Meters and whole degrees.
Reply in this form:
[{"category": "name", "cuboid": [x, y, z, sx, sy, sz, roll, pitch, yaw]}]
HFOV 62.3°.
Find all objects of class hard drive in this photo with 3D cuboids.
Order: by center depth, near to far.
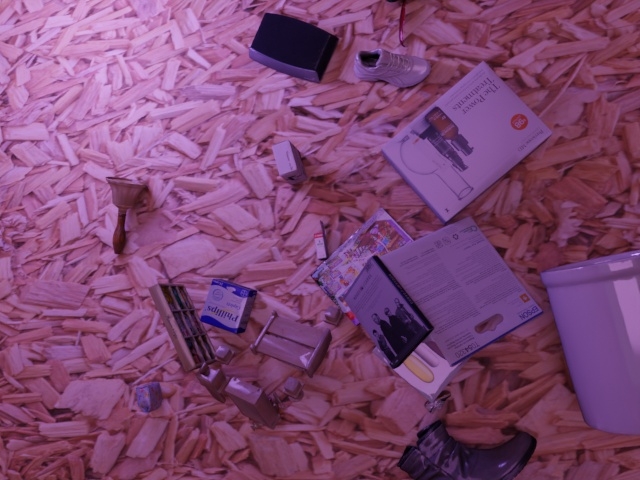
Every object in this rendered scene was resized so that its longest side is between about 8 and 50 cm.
[{"category": "hard drive", "cuboid": [-0.089, -0.609, 1.653, 0.255, 0.054, 0.172, 24, 90, 12]}]

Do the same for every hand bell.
[{"category": "hand bell", "cuboid": [-0.637, -0.075, 1.700, 0.126, 0.126, 0.242, 13, 100, 12]}]

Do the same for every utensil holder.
[{"category": "utensil holder", "cuboid": [0.748, 0.227, 1.276, 0.328, 0.327, 0.385, -14, 84, 9]}]

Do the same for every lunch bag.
[{"category": "lunch bag", "cuboid": [-0.526, 0.483, 1.624, 0.053, 0.071, 0.083, -15, 83, 11]}]

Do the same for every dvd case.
[{"category": "dvd case", "cuboid": [0.165, 0.183, 1.353, 0.238, 0.030, 0.179, 54, 135, 27]}]

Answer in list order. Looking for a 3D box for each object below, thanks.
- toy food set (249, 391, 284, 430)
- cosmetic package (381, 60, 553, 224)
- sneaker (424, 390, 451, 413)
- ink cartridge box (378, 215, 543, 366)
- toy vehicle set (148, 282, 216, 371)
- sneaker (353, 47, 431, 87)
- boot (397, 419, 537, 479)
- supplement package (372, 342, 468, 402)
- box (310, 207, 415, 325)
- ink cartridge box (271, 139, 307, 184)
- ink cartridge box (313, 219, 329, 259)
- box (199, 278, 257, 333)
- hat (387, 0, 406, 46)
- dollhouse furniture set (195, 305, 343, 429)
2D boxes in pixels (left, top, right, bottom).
[{"category": "toy food set", "cuboid": [-0.168, 0.504, 1.580, 0.122, 0.019, 0.078, -34, 79, 10]}, {"category": "cosmetic package", "cuboid": [0.407, -0.273, 1.506, 0.377, 0.097, 0.284, -41, 81, 5]}, {"category": "sneaker", "cuboid": [0.334, 0.453, 1.485, 0.083, 0.032, 0.037, -35, 93, 11]}, {"category": "ink cartridge box", "cuboid": [0.356, 0.128, 1.390, 0.324, 0.071, 0.330, -22, 68, -23]}, {"category": "toy vehicle set", "cuboid": [-0.403, 0.253, 1.574, 0.035, 0.166, 0.266, -29, 80, 8]}, {"category": "sneaker", "cuboid": [0.206, -0.513, 1.555, 0.232, 0.115, 0.090, 5, 86, 11]}, {"category": "boot", "cuboid": [0.387, 0.570, 1.422, 0.338, 0.118, 0.222, -40, 74, 1]}, {"category": "supplement package", "cuboid": [0.284, 0.292, 1.446, 0.203, 0.149, 0.194, 39, 93, 13]}, {"category": "box", "cuboid": [0.143, 0.077, 1.540, 0.293, 0.057, 0.201, -43, 78, 4]}, {"category": "ink cartridge box", "cuboid": [-0.091, -0.230, 1.575, 0.056, 0.135, 0.099, -17, 81, 10]}, {"category": "ink cartridge box", "cuboid": [0.000, 0.000, 1.573, 0.029, 0.063, 0.115, -11, 82, 8]}, {"category": "box", "cuboid": [-0.277, 0.198, 1.603, 0.126, 0.072, 0.137, 16, 88, 13]}, {"category": "hat", "cuboid": [0.220, -0.744, 1.623, 0.173, 0.183, 0.208, 19, 47, 6]}, {"category": "dollhouse furniture set", "cuboid": [-0.132, 0.343, 1.572, 0.303, 0.173, 0.355, 16, 55, 26]}]
